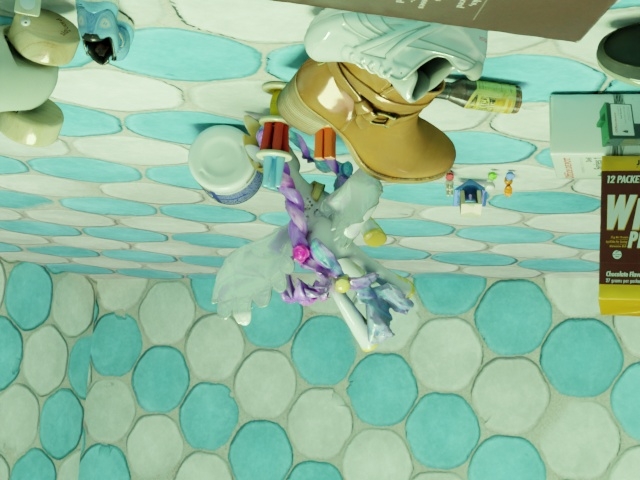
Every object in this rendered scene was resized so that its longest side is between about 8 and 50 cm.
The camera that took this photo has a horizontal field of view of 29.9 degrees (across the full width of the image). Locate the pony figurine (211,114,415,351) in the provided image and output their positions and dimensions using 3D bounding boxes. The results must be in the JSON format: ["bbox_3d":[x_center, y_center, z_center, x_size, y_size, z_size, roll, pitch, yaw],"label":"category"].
[{"bbox_3d":[0.000,0.000,1.834,0.303,0.351,0.363,-32,122,14],"label":"pony figurine"}]

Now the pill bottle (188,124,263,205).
[{"bbox_3d":[-0.154,-0.119,2.016,0.112,0.112,0.186,3,170,5],"label":"pill bottle"}]

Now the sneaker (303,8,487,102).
[{"bbox_3d":[0.080,-0.212,1.348,0.232,0.115,0.090,-2,169,31],"label":"sneaker"}]

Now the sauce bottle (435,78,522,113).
[{"bbox_3d":[0.207,-0.196,1.616,0.128,0.042,0.042,5,171,-9],"label":"sauce bottle"}]

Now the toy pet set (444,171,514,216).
[{"bbox_3d":[0.284,-0.101,2.179,0.122,0.065,0.114,1,136,2],"label":"toy pet set"}]

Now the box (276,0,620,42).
[{"bbox_3d":[0.054,-0.269,0.889,0.382,0.143,0.191,7,160,-11],"label":"box"}]

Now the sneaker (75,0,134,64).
[{"bbox_3d":[-0.265,-0.242,1.437,0.063,0.073,0.162,3,171,3],"label":"sneaker"}]

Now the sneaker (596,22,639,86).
[{"bbox_3d":[0.400,-0.229,1.298,0.222,0.083,0.118,6,154,31],"label":"sneaker"}]

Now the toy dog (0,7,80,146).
[{"bbox_3d":[-0.444,-0.222,1.415,0.334,0.220,0.161,23,-162,-50],"label":"toy dog"}]

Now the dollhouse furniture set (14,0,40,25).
[{"bbox_3d":[-0.268,-0.265,1.273,0.114,0.081,0.091,8,170,-23],"label":"dollhouse furniture set"}]

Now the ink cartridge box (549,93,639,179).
[{"bbox_3d":[0.435,-0.143,1.684,0.220,0.092,0.160,1,170,16],"label":"ink cartridge box"}]

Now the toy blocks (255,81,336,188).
[{"bbox_3d":[-0.028,-0.144,1.703,0.123,0.148,0.054,5,171,-6],"label":"toy blocks"}]

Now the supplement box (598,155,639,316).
[{"bbox_3d":[0.451,-0.001,1.648,0.129,0.194,0.191,1,170,14],"label":"supplement box"}]

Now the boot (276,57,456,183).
[{"bbox_3d":[0.105,-0.176,1.565,0.283,0.109,0.220,27,154,-21],"label":"boot"}]
